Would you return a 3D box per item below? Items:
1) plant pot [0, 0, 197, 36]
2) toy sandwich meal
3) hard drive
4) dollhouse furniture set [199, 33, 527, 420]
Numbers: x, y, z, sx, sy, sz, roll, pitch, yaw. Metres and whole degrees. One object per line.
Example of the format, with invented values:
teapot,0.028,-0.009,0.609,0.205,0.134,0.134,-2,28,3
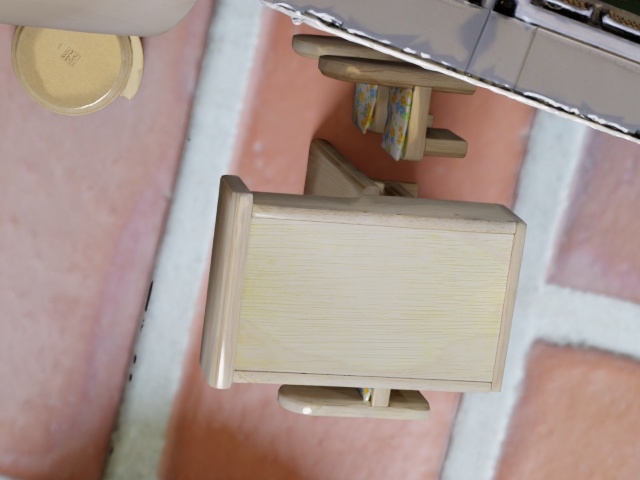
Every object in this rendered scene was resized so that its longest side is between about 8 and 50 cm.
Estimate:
plant pot,-0.185,-0.250,1.041,0.280,0.323,0.323,18,103,-22
toy sandwich meal,-0.153,-0.119,1.190,0.085,0.029,0.086,1,104,4
hard drive,0.085,-0.133,1.028,0.236,0.339,0.064,19,102,-6
dollhouse furniture set,0.000,0.000,1.104,0.161,0.242,0.212,4,104,-14
